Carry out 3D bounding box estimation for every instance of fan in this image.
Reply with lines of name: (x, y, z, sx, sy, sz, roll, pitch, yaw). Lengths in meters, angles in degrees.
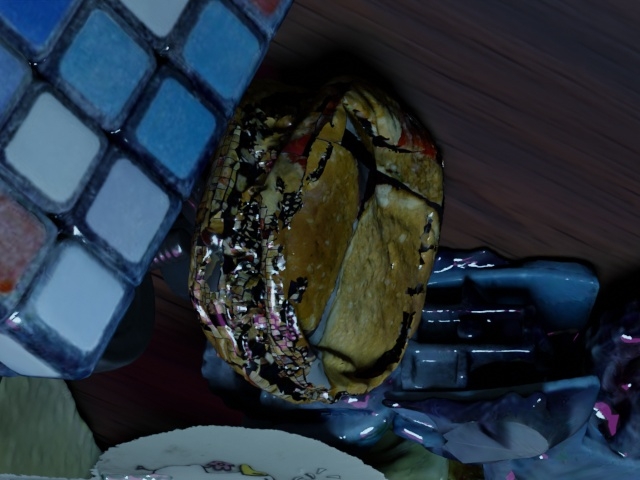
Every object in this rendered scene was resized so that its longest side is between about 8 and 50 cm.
fan: (-0.146, 0.186, 1.233, 0.415, 0.012, 0.233, 4, 147, 0)

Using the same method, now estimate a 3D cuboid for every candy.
candy: (-0.313, 0.180, 1.394, 0.135, 0.179, 0.320, 6, 142, 20)

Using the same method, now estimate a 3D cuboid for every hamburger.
hamburger: (0.000, 0.000, 1.061, 0.107, 0.231, 0.231, 5, 142, 27)

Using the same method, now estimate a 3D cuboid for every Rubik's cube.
Rubik's cube: (-0.236, -0.117, 0.867, 0.292, 0.287, 0.293, -4, 142, 49)

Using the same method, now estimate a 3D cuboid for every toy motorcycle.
toy motorcycle: (0.121, 0.131, 1.218, 0.416, 0.172, 0.232, -2, 137, 8)

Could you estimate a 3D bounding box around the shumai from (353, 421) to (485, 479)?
shumai: (0.075, 0.255, 1.377, 0.256, 0.189, 0.218, 22, 143, -20)

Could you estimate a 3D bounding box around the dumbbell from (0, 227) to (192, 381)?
dumbbell: (-0.231, 0.045, 1.159, 0.325, 0.143, 0.143, -19, 133, 26)

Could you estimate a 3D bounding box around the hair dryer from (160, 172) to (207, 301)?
hair dryer: (-0.092, -0.050, 1.152, 0.124, 0.071, 0.219, -17, 125, 30)
